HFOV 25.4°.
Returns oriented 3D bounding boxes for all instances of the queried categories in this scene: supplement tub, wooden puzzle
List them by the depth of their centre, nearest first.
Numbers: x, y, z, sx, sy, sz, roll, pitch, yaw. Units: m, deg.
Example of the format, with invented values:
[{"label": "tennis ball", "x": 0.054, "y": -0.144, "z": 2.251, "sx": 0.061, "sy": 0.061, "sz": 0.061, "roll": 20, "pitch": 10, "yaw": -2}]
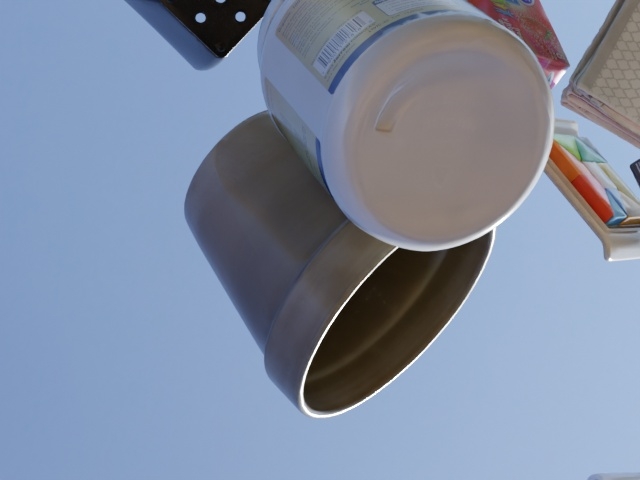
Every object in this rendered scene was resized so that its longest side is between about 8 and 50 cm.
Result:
[{"label": "supplement tub", "x": 0.070, "y": -0.151, "z": 1.410, "sx": 0.228, "sy": 0.228, "sz": 0.316, "roll": 14, "pitch": -160, "yaw": -25}, {"label": "wooden puzzle", "x": 0.389, "y": -0.080, "z": 2.015, "sx": 0.221, "sy": 0.044, "sz": 0.238, "roll": -2, "pitch": -124, "yaw": -58}]

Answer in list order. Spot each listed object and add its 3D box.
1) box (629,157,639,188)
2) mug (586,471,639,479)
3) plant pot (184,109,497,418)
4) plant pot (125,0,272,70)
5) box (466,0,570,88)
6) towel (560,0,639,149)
[{"label": "box", "x": 0.540, "y": -0.075, "z": 1.957, "sx": 0.156, "sy": 0.158, "sz": 0.093, "roll": 42, "pitch": -157, "yaw": -33}, {"label": "mug", "x": 0.450, "y": 0.330, "z": 1.461, "sx": 0.328, "sy": 0.374, "sz": 0.276, "roll": 0, "pitch": -169, "yaw": -2}, {"label": "plant pot", "x": 0.000, "y": 0.000, "z": 1.670, "sx": 0.280, "sy": 0.323, "sz": 0.323, "roll": 42, "pitch": -143, "yaw": 25}, {"label": "plant pot", "x": -0.158, "y": -0.355, "z": 2.005, "sx": 0.188, "sy": 0.187, "sz": 0.167, "roll": 44, "pitch": -179, "yaw": -21}, {"label": "box", "x": 0.194, "y": -0.293, "z": 1.897, "sx": 0.142, "sy": 0.154, "sz": 0.300, "roll": 11, "pitch": -137, "yaw": -29}, {"label": "towel", "x": 0.507, "y": -0.223, "z": 1.799, "sx": 0.317, "sy": 0.053, "sz": 0.331, "roll": 30, "pitch": -116, "yaw": 4}]
